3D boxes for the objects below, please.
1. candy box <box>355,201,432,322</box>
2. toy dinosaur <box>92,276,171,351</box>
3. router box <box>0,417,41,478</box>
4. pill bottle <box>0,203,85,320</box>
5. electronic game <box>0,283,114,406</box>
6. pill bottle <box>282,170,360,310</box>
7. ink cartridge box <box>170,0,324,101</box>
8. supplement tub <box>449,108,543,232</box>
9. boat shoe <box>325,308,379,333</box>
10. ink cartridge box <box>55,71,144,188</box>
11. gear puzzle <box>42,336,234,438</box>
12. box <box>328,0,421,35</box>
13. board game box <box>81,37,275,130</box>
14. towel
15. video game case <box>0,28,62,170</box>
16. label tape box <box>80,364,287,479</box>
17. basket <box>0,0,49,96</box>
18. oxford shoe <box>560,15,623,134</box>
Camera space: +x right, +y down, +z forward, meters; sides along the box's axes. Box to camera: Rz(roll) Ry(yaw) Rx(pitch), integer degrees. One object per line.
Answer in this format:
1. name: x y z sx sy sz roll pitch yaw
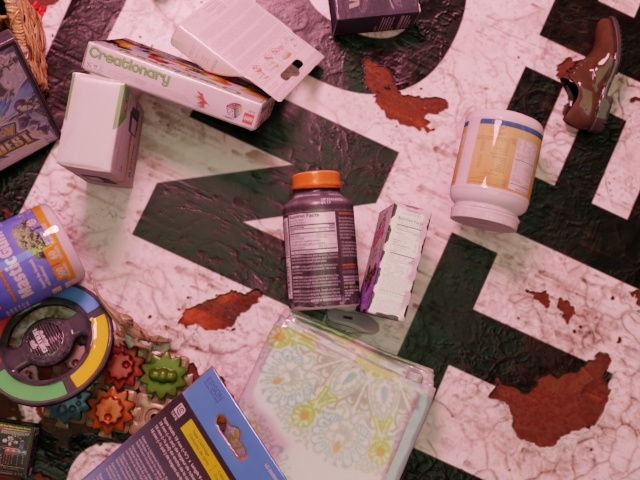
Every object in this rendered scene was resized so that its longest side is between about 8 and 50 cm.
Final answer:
1. candy box: 0.127 0.041 1.379 0.070 0.165 0.196 15 84 -3
2. toy dinosaur: -0.346 0.147 1.370 0.183 0.092 0.053 42 90 -19
3. router box: -0.568 0.364 1.377 0.123 0.038 0.092 10 86 -3
4. pill bottle: -0.556 0.059 1.317 0.272 0.152 0.152 -29 88 -20
5. electronic game: -0.477 0.178 1.361 0.229 0.048 0.229 0 65 0
6. pill bottle: 0.000 0.000 1.393 0.131 0.130 0.245 -3 86 -3
7. ink cartridge box: -0.129 -0.347 1.410 0.225 0.056 0.181 38 50 -2
8. supplement tub: 0.316 -0.125 1.413 0.144 0.144 0.199 14 85 -2
9. boat shoe: 0.058 0.156 1.433 0.100 0.035 0.035 13 49 -3
10. ink cartridge box: -0.374 -0.182 1.345 0.093 0.212 0.154 9 85 -5
11. gear puzzle: -0.323 0.279 1.394 0.339 0.044 0.175 13 85 -2
12. box: 0.093 -0.479 1.454 0.158 0.093 0.155 -7 86 -5
13. board game box: -0.238 -0.280 1.369 0.305 0.193 0.053 19 107 -2
14. towel: 0.001 0.347 1.390 0.321 0.090 0.374 24 85 2
15. video game case: -0.594 -0.193 1.295 0.275 0.248 0.035 -33 63 -17
16. label tape box: -0.221 0.411 1.291 0.334 0.106 0.240 -41 63 4
17. basket: -0.647 -0.323 1.336 0.299 0.223 0.213 -4 86 -4
18. oxford shoe: 0.511 -0.323 1.472 0.096 0.083 0.227 14 84 2
